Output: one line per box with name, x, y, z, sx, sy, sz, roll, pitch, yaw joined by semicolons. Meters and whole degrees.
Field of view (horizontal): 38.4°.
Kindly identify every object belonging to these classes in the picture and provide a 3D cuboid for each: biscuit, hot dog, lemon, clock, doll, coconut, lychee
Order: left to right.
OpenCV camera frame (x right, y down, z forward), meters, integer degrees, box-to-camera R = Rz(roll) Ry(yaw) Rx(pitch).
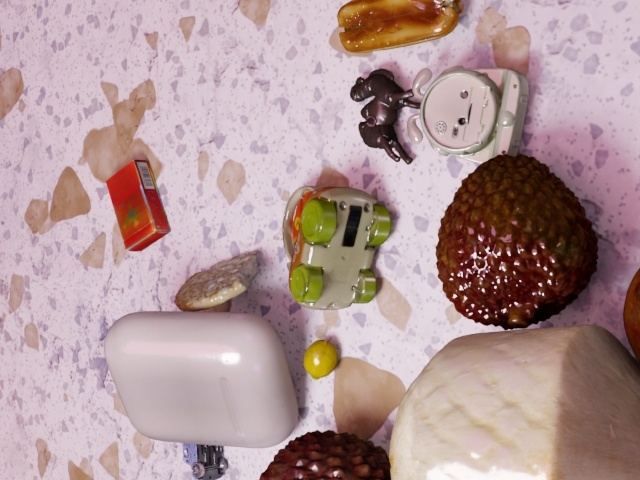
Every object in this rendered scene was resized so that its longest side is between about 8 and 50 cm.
biscuit;-0.195;0.081;1.777;0.040;0.188;0.265;62;162;-14
lemon;0.000;0.218;1.675;0.062;0.062;0.083;33;116;34
lychee;0.018;0.467;1.533;0.330;0.306;0.306;12;101;14
doll;0.105;-0.221;1.571;0.165;0.057;0.139;31;113;41
hot dog;0.129;-0.373;1.535;0.249;0.068;0.100;1;103;42
clock;0.224;-0.201;1.445;0.191;0.062;0.152;13;101;27
lychee;0.279;0.002;1.328;0.236;0.236;0.271;-24;58;38
coconut;0.304;0.304;1.217;0.415;0.344;0.416;14;117;28

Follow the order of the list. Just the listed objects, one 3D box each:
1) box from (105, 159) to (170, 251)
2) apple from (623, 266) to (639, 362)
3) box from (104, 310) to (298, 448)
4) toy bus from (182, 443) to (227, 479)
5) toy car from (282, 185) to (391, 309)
box;-0.399;-0.076;2.007;0.112;0.048;0.175;-28;74;36
apple;0.487;0.097;1.160;0.230;0.230;0.230;2;93;40
box;-0.222;0.260;1.718;0.348;0.141;0.289;0;123;18
toy bus;-0.243;0.407;1.884;0.076;0.073;0.167;-6;85;43
toy car;0.000;0.000;1.636;0.235;0.145;0.235;-11;78;59
